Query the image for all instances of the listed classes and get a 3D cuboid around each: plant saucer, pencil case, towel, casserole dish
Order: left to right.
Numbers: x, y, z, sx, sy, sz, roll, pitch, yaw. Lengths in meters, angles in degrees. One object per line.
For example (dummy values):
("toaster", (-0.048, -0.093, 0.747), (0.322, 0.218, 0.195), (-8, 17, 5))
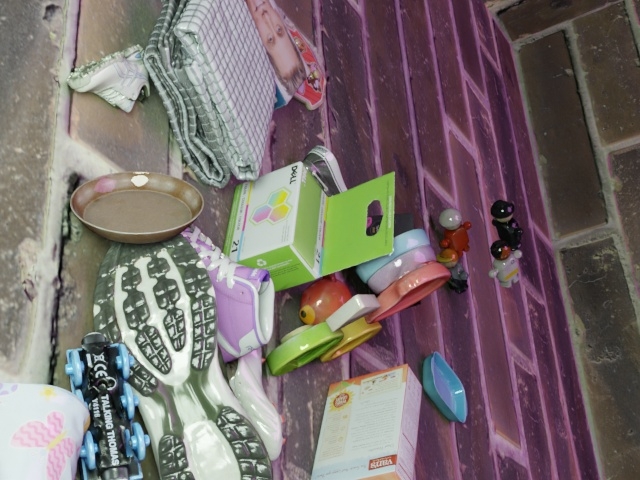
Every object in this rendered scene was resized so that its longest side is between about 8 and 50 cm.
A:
("pencil case", (-0.293, 0.272, 0.938), (0.124, 0.113, 0.273), (41, 37, -41))
("plant saucer", (-0.235, -0.040, 1.265), (0.168, 0.168, 0.029), (-63, 163, -58))
("towel", (-0.173, -0.258, 1.536), (0.235, 0.121, 0.283), (-80, 154, -45))
("casserole dish", (0.271, 0.327, 2.170), (0.188, 0.037, 0.114), (51, 32, -36))

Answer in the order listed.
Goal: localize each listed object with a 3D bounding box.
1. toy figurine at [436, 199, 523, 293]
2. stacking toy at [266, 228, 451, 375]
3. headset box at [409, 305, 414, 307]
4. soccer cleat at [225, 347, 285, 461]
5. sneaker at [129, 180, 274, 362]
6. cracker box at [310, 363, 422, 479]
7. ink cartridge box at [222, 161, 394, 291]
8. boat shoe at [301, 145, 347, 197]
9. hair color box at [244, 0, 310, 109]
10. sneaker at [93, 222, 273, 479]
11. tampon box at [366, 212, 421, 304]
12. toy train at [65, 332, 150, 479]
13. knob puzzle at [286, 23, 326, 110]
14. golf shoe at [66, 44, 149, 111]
("toy figurine", (0.394, 0.012, 2.443), (0.209, 0.213, 0.148), (-74, 151, -45))
("stacking toy", (0.034, 0.087, 1.590), (0.279, 0.309, 0.130), (-12, 67, -51))
("headset box", (0.168, 0.104, 2.084), (0.032, 0.062, 0.083), (40, 40, -50))
("soccer cleat", (-0.107, 0.227, 1.430), (0.076, 0.068, 0.196), (2, 69, -48))
("sneaker", (-0.152, 0.027, 1.357), (0.282, 0.161, 0.102), (66, 26, -8))
("cracker box", (0.079, 0.323, 1.627), (0.067, 0.156, 0.232), (57, 28, -29))
("ink cartridge box", (-0.016, -0.036, 1.567), (0.097, 0.255, 0.188), (51, 31, -37))
("boat shoe", (0.014, -0.078, 1.896), (0.070, 0.078, 0.219), (-47, 129, -27))
("hair color box", (-0.155, -0.401, 1.725), (0.347, 0.105, 0.174), (62, 26, -20))
("sneaker", (-0.182, 0.180, 1.272), (0.182, 0.158, 0.410), (111, -38, -76))
("tampon box", (0.143, 0.041, 1.965), (0.161, 0.102, 0.120), (77, 10, -53))
("toy train", (-0.245, 0.198, 1.109), (0.080, 0.105, 0.184), (-5, 60, -22))
("knob puzzle", (-0.030, -0.362, 2.047), (0.213, 0.030, 0.213), (45, 35, -44))
("golf shoe", (-0.284, -0.219, 1.374), (0.176, 0.069, 0.086), (-45, 119, -62))
